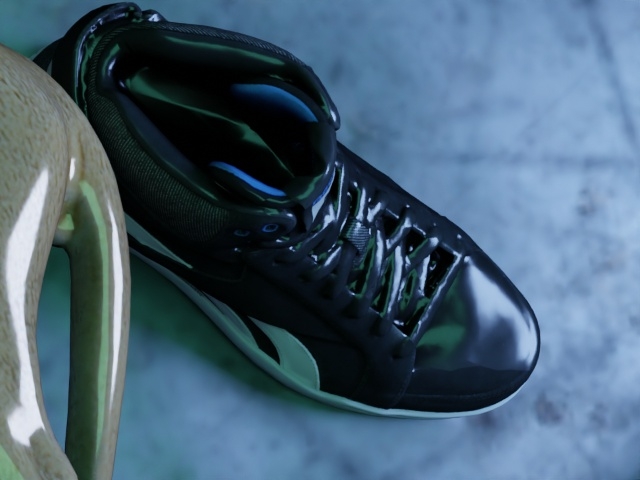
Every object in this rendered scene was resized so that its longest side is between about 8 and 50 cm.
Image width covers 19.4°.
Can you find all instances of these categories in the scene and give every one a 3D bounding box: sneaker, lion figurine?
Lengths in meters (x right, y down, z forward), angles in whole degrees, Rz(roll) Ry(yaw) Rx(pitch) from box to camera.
[{"bbox_3d":[0.000,0.000,0.618,0.217,0.121,0.079,29,76,-17],"label":"sneaker"},{"bbox_3d":[-0.193,-0.033,0.534,0.392,0.142,0.240,22,80,-20],"label":"lion figurine"}]
